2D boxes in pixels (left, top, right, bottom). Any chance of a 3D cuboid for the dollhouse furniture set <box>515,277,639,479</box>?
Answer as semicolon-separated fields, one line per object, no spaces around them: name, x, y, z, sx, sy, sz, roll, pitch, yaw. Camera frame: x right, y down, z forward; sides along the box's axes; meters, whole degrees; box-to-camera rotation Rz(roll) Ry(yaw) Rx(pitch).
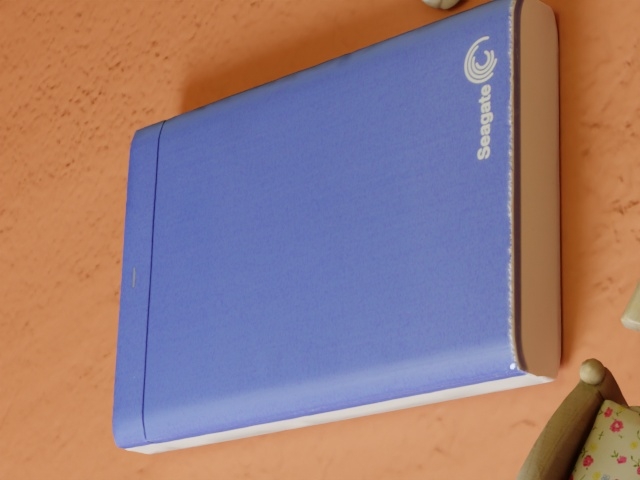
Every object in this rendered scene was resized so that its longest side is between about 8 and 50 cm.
dollhouse furniture set;0.182;0.154;0.709;0.303;0.174;0.356;15;68;32

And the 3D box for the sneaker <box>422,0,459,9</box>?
sneaker;0.040;-0.201;1.114;0.054;0.061;0.152;-48;46;26

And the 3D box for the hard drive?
hard drive;0.000;0.000;1.099;0.318;0.040;0.210;-15;66;43
